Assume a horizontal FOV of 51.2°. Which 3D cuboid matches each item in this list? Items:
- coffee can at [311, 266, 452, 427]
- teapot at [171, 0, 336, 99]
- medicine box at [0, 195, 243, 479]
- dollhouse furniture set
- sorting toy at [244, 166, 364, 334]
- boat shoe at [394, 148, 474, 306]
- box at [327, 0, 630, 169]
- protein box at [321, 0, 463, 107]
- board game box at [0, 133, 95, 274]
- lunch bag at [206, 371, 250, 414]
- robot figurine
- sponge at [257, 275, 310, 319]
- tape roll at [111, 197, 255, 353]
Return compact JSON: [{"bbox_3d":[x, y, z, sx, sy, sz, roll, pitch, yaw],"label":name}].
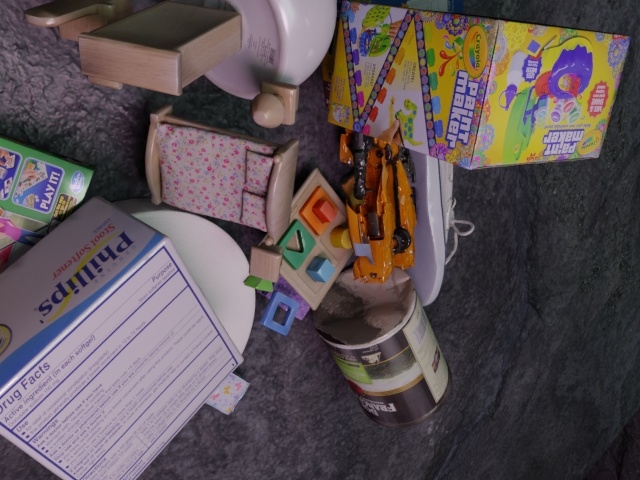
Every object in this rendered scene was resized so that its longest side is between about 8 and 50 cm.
[{"bbox_3d":[0.126,0.206,1.309,0.201,0.202,0.275,-42,130,-18],"label":"coffee can"},{"bbox_3d":[-0.068,-0.328,0.888,0.187,0.256,0.252,-42,119,-34],"label":"teapot"},{"bbox_3d":[-0.272,0.143,0.834,0.263,0.149,0.289,-47,143,-23],"label":"medicine box"},{"bbox_3d":[-0.201,-0.099,0.841,0.173,0.304,0.355,-56,158,-54],"label":"dollhouse furniture set"},{"bbox_3d":[0.000,0.000,1.150,0.347,0.047,0.196,-56,132,-22],"label":"sorting toy"},{"bbox_3d":[0.225,-0.053,1.334,0.157,0.136,0.366,-18,110,-37],"label":"boat shoe"},{"bbox_3d":[0.215,-0.224,0.942,0.290,0.279,0.176,-9,116,-38],"label":"box"},{"bbox_3d":[0.117,-0.328,1.100,0.201,0.136,0.199,-25,124,-29],"label":"protein box"},{"bbox_3d":[-0.433,0.022,0.812,0.214,0.046,0.317,19,97,-22],"label":"board game box"},{"bbox_3d":[-0.174,0.263,1.187,0.083,0.053,0.071,39,80,-33],"label":"lunch bag"},{"bbox_3d":[0.101,-0.080,1.166,0.211,0.085,0.290,-19,104,-59],"label":"robot figurine"},{"bbox_3d":[-0.017,0.035,1.228,0.117,0.031,0.210,39,82,-44],"label":"sponge"},{"bbox_3d":[-0.280,0.129,1.023,0.392,0.072,0.391,-18,121,-33],"label":"tape roll"}]
